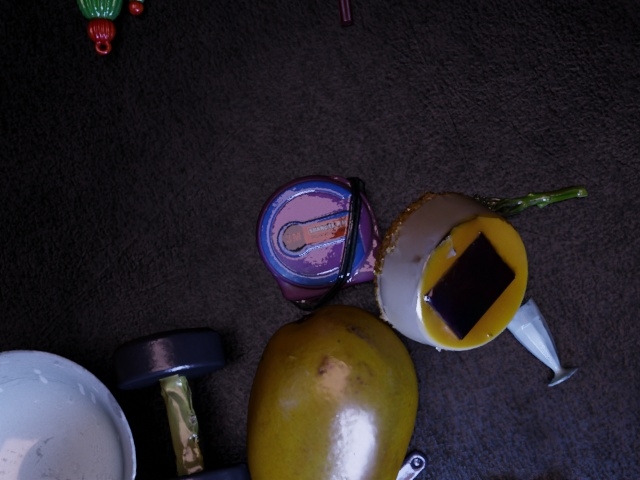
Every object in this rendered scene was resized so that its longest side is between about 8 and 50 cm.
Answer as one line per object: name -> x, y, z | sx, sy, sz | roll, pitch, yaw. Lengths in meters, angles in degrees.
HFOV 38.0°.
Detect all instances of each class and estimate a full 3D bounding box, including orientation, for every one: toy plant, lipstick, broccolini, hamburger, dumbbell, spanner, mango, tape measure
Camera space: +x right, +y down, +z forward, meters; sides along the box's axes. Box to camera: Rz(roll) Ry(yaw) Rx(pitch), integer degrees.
toy plant -> -0.424, -0.500, 1.833 | 0.155, 0.088, 0.240 | -29, 90, -11
lipstick -> 0.041, -0.507, 1.809 | 0.027, 0.027, 0.176 | -7, 83, 6
broccolini -> 0.387, -0.070, 1.717 | 0.216, 0.058, 0.067 | -10, 81, 5
hamburger -> 0.223, 0.056, 1.631 | 0.276, 0.179, 0.294 | -51, 122, -10
dumbbell -> -0.250, 0.333, 1.677 | 0.204, 0.204, 0.322 | -14, 78, 6
spanner -> 0.085, 0.513, 1.729 | 0.316, 0.024, 0.087 | -44, 84, 0
mango -> 0.017, 0.336, 1.649 | 0.300, 0.232, 0.445 | 6, 97, 7
tape measure -> 0.000, 0.000, 1.720 | 0.232, 0.149, 0.245 | -14, 92, 3

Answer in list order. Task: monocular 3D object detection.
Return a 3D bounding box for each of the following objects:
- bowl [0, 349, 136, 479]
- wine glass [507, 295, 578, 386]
bowl -> -0.505, 0.420, 1.659 | 0.435, 0.196, 0.434 | -2, 76, 10
wine glass -> 0.399, 0.184, 1.693 | 0.073, 0.073, 0.155 | -34, 86, 3
